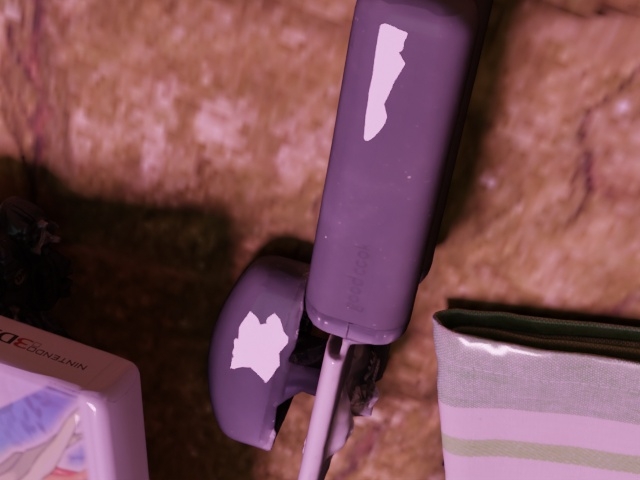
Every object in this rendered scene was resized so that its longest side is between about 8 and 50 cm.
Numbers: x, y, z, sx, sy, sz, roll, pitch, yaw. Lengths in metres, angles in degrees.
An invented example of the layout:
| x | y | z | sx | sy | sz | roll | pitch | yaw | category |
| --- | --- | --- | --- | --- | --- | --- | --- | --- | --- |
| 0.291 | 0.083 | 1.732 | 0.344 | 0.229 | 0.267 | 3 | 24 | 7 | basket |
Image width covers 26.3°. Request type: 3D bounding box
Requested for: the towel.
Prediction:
| x | y | z | sx | sy | sz | roll | pitch | yaw | category |
| --- | --- | --- | --- | --- | --- | --- | --- | --- | --- |
| 0.184 | 0.179 | 0.683 | 0.247 | 0.038 | 0.325 | 6 | 128 | 18 | towel |

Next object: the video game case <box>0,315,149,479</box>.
| x | y | z | sx | sy | sz | roll | pitch | yaw | category |
| --- | --- | --- | --- | --- | --- | --- | --- | --- | --- |
| -0.215 | 0.160 | 0.726 | 0.300 | 0.036 | 0.329 | 16 | 125 | 24 | video game case |

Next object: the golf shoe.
| x | y | z | sx | sy | sz | roll | pitch | yaw | category |
| --- | --- | --- | --- | --- | --- | --- | --- | --- | --- |
| -0.175 | 0.056 | 0.712 | 0.093 | 0.077 | 0.198 | 17 | 125 | 23 | golf shoe |

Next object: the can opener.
| x | y | z | sx | sy | sz | roll | pitch | yaw | category |
| --- | --- | --- | --- | --- | --- | --- | --- | --- | --- |
| 0.000 | 0.000 | 0.588 | 0.095 | 0.076 | 0.283 | 16 | 129 | 8 | can opener |
